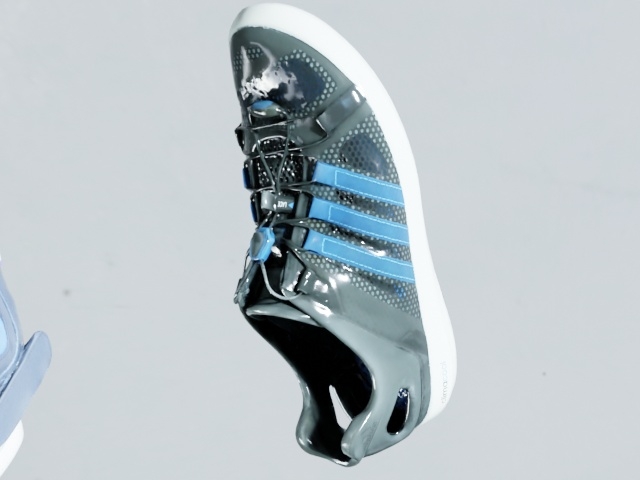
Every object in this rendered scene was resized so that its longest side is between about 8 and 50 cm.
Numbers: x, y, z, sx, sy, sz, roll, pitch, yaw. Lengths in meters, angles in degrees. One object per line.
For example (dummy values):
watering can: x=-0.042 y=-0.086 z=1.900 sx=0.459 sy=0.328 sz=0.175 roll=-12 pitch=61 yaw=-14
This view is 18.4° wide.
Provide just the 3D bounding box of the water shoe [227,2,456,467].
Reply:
water shoe: x=0.000 y=0.000 z=0.840 sx=0.073 sy=0.080 sz=0.203 roll=-5 pitch=112 yaw=46

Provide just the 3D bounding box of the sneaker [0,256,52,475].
sneaker: x=-0.304 y=0.123 z=1.444 sx=0.130 sy=0.323 sz=0.236 roll=-4 pitch=98 yaw=14
